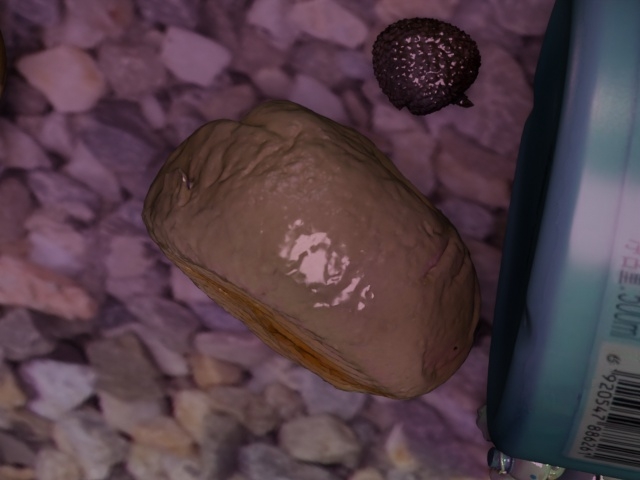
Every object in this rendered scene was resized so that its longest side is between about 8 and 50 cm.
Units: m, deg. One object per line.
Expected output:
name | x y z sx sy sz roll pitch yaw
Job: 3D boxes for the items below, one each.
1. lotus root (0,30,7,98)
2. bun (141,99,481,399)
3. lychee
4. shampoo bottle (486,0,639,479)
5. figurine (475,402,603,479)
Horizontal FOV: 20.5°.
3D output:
lotus root | -0.366 -0.172 1.202 0.342 0.151 0.169 37 109 -1
bun | 0.000 0.000 1.189 0.244 0.244 0.153 35 76 -2
lychee | 0.075 -0.122 1.235 0.083 0.068 0.067 33 56 1
shampoo bottle | 0.296 0.005 1.105 0.342 0.331 0.331 9 97 1
figurine | 0.150 0.149 1.257 0.086 0.094 0.082 20 56 -27
